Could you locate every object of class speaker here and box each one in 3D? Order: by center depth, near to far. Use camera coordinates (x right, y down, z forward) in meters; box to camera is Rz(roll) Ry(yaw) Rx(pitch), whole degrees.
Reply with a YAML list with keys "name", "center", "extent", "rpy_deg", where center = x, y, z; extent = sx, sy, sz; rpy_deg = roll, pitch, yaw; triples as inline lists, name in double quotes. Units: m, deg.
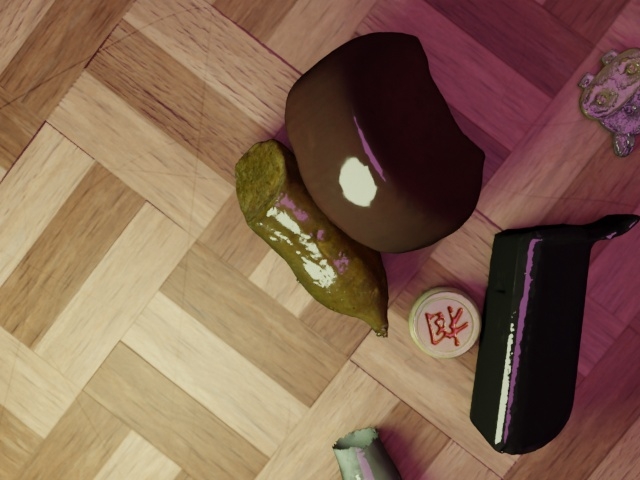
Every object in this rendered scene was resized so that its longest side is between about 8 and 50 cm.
- name: "speaker"
  center: [0.364, 0.138, 1.269]
  extent: [0.184, 0.180, 0.388]
  rpy_deg: [8, 92, -3]

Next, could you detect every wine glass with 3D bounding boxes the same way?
- name: "wine glass"
  center: [0.096, 0.428, 1.325]
  extent: [0.103, 0.103, 0.222]
  rpy_deg: [-23, 91, 3]

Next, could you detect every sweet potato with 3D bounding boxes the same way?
- name: "sweet potato"
  center: [0.000, 0.000, 1.297]
  extent: [0.158, 0.158, 0.370]
  rpy_deg: [-42, 100, 3]

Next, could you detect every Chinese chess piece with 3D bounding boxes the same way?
- name: "Chinese chess piece"
  center: [0.208, 0.137, 1.335]
  extent: [0.122, 0.051, 0.122]
  rpy_deg: [0, 91, 3]

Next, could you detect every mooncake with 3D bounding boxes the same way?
- name: "mooncake"
  center: [0.099, -0.158, 1.236]
  extent: [0.326, 0.174, 0.334]
  rpy_deg: [34, 50, -24]

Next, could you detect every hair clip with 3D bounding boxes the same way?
- name: "hair clip"
  center: [0.513, -0.250, 1.307]
  extent: [0.146, 0.056, 0.187]
  rpy_deg: [45, 96, 7]
